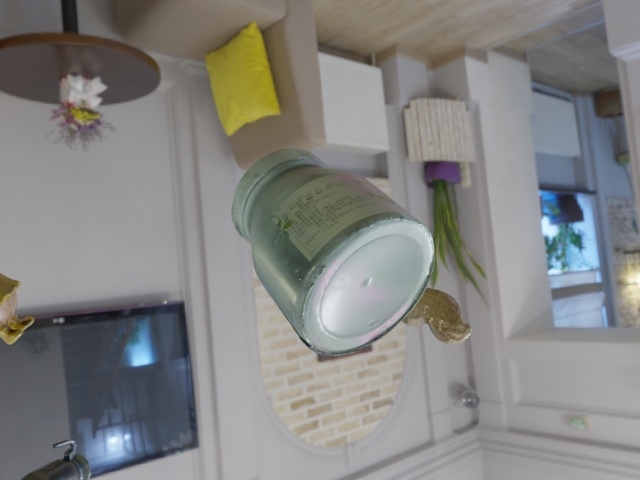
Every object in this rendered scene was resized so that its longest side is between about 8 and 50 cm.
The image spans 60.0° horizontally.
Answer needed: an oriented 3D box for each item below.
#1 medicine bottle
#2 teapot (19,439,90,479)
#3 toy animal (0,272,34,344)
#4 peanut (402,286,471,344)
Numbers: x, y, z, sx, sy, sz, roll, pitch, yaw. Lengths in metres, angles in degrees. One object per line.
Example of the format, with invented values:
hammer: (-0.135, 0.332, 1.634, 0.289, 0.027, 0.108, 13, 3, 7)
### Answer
medicine bottle: (0.000, 0.000, 0.888, 0.244, 0.245, 0.290, -3, -148, -36)
teapot: (-0.309, 0.271, 0.634, 0.049, 0.064, 0.083, -29, 175, 10)
toy animal: (-0.591, 0.084, 0.920, 0.156, 0.230, 0.156, -42, -165, 15)
peanut: (0.225, 0.145, 1.203, 0.227, 0.104, 0.086, 26, 165, 32)
